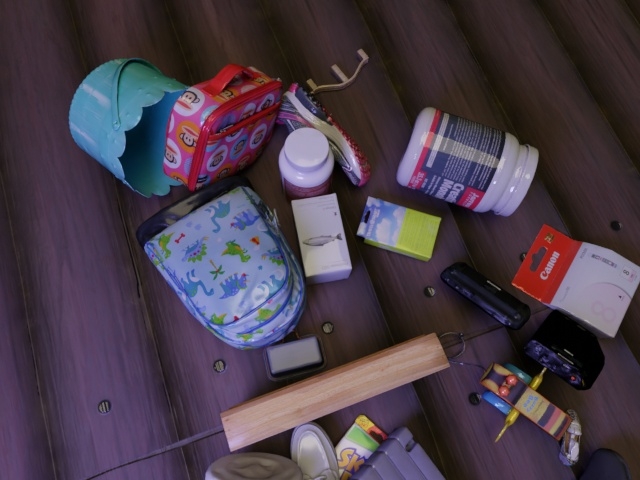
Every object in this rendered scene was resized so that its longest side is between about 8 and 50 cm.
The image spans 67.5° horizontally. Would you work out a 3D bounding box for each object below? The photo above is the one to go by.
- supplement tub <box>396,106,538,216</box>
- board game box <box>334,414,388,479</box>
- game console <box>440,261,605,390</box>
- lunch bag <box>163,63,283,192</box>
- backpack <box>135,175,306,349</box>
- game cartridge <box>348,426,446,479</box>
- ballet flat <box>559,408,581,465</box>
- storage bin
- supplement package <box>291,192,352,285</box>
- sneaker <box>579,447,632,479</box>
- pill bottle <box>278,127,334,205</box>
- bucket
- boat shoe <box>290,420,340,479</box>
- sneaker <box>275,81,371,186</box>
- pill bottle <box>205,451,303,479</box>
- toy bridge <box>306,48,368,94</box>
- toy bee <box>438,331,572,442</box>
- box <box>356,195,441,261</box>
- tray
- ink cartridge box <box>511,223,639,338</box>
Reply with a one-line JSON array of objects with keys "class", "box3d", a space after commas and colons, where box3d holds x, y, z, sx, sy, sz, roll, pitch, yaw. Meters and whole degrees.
[{"class": "supplement tub", "box3d": [0.330, -0.178, 1.105, 0.273, 0.191, 0.191, 20, 73, 5]}, {"class": "board game box", "box3d": [0.049, 0.494, 0.968, 0.124, 0.039, 0.259, 39, 73, 10]}, {"class": "game console", "box3d": [0.429, 0.160, 1.031, 0.361, 0.213, 0.043, 38, 119, 25]}, {"class": "lunch bag", "box3d": [-0.203, -0.260, 1.038, 0.120, 0.258, 0.293, 34, 42, 8]}, {"class": "backpack", "box3d": [-0.182, 0.057, 0.995, 0.290, 0.273, 0.355, -29, 84, -14]}, {"class": "game cartridge", "box3d": [0.186, 0.564, 0.884, 0.230, 0.068, 0.355, -33, 83, -29]}, {"class": "ballet flat", "box3d": [0.530, 0.414, 1.005, 0.041, 0.041, 0.114, 16, 72, 3]}, {"class": "storage bin", "box3d": [-0.055, 0.238, 1.013, 0.135, 0.091, 0.098, -12, 73, -7]}, {"class": "supplement package", "box3d": [0.000, 0.000, 1.082, 0.105, 0.105, 0.179, -10, 74, -6]}, {"class": "sneaker", "box3d": [0.492, 0.551, 0.917, 0.146, 0.122, 0.330, 22, 73, 3]}, {"class": "pill bottle", "box3d": [-0.031, -0.158, 1.072, 0.121, 0.216, 0.121, 1, 73, -2]}, {"class": "bucket", "box3d": [-0.395, -0.255, 1.070, 0.183, 0.281, 0.281, 33, 74, 13]}, {"class": "boat shoe", "box3d": [0.001, 0.477, 0.909, 0.095, 0.084, 0.257, -16, 73, -5]}, {"class": "sneaker", "box3d": [0.008, -0.243, 1.167, 0.112, 0.121, 0.299, -44, 78, 16]}, {"class": "pill bottle", "box3d": [-0.128, 0.565, 0.850, 0.177, 0.176, 0.318, 4, 86, -1]}, {"class": "toy bridge", "box3d": [0.051, -0.433, 1.261, 0.188, 0.026, 0.063, -35, 78, -11]}, {"class": "toy bee", "box3d": [0.380, 0.313, 0.966, 0.299, 0.162, 0.195, 15, 84, 5]}, {"class": "box", "box3d": [0.183, -0.027, 1.129, 0.179, 0.042, 0.108, 17, 72, 4]}, {"class": "tray", "box3d": [0.026, 0.292, 0.940, 0.411, 0.202, 0.076, -19, 73, -8]}, {"class": "ink cartridge box", "box3d": [0.593, 0.086, 1.104, 0.232, 0.066, 0.189, 34, 75, 4]}]
